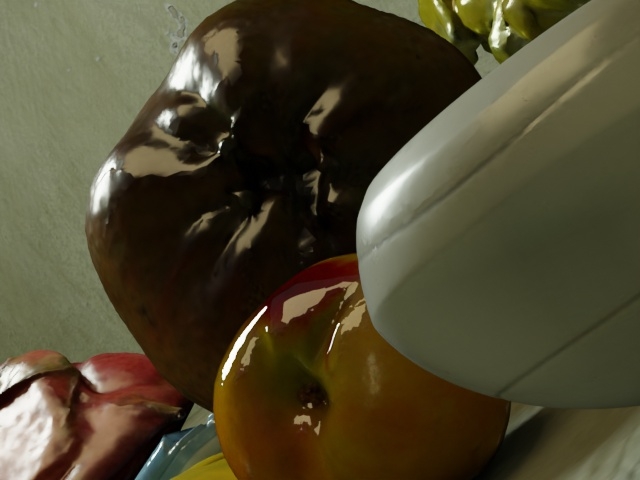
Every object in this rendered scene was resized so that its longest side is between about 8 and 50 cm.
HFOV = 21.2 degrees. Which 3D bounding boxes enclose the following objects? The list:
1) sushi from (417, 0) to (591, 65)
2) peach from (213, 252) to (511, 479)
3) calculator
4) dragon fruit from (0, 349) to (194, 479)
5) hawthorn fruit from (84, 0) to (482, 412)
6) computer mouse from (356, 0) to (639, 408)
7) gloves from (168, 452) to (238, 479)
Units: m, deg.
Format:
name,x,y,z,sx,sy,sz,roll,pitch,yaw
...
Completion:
name,x,y,z,sx,sy,sz,roll,pitch,yaw
sushi,0.248,-0.234,1.331,0.285,0.328,0.328,-54,16,-6
peach,0.022,0.069,0.788,0.138,0.138,0.138,-40,0,0
calculator,-0.116,0.203,1.224,0.210,0.039,0.121,-55,-19,13
dragon fruit,-0.275,0.212,1.291,0.329,0.228,0.286,-42,-17,-45
hawthorn fruit,0.000,0.000,1.081,0.268,0.268,0.301,-40,-24,-2
computer mouse,0.140,-0.024,0.582,0.184,0.121,0.297,-42,-14,32
gloves,-0.054,0.165,0.921,0.133,0.116,0.294,-5,13,36
